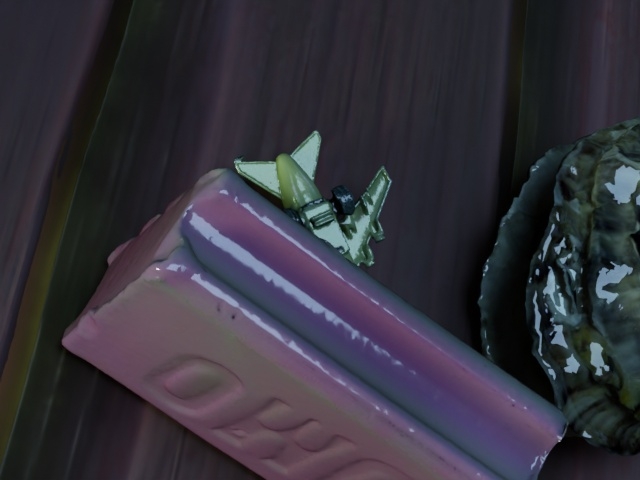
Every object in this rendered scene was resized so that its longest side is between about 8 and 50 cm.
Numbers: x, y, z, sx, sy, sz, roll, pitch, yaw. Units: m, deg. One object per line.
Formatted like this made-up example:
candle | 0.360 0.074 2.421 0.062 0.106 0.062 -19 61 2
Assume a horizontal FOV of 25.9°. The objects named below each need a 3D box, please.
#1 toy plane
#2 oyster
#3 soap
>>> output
toy plane | 0.000 0.000 0.708 0.102 0.040 0.111 -24 81 -18
oyster | 0.236 0.001 0.800 0.351 0.158 0.162 -21 116 -24
soap | -0.004 0.063 0.627 0.203 0.122 0.065 35 56 -13
